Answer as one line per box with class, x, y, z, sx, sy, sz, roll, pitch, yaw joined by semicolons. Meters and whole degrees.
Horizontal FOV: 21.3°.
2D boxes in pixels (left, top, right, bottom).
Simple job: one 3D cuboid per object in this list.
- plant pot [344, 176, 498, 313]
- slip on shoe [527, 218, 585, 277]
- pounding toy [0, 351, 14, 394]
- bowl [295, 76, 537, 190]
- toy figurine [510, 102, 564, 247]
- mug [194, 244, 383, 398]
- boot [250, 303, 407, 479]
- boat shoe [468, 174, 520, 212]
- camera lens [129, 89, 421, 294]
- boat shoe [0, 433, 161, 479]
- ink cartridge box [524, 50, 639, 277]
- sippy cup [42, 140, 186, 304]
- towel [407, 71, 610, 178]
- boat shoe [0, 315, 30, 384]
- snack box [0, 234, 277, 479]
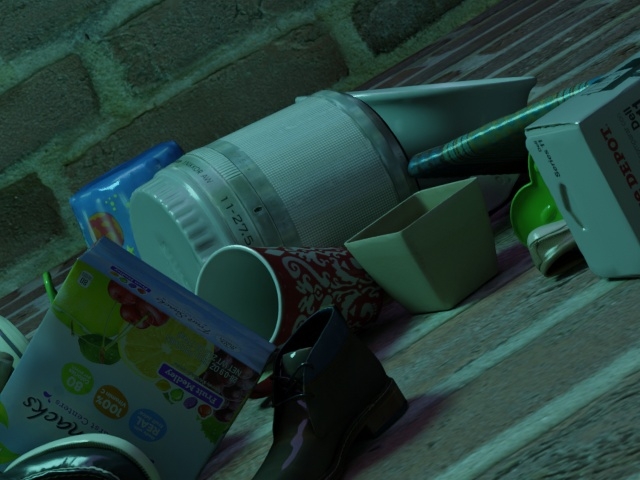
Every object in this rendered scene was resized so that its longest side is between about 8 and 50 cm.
plant pot;0.110;0.012;1.670;0.109;0.096;0.109;-35;10;-29
slip on shoe;0.253;-0.007;1.534;0.135;0.051;0.041;-20;51;9
pounding toy;-0.209;0.202;1.542;0.237;0.110;0.183;7;-52;-39
bowl;0.120;-0.123;2.083;0.298;0.134;0.298;-4;5;0
toy figurine;0.282;-0.069;1.651;0.159;0.130;0.173;-20;-26;-52
mug;-0.035;0.068;1.681;0.169;0.113;0.150;-5;-39;-49
boot;-0.024;0.142;1.360;0.082;0.106;0.219;-21;13;41
boat shoe;0.196;-0.061;1.965;0.133;0.049;0.042;-47;-9;-41
camera lens;-0.041;-0.022;1.853;0.274;0.219;0.219;-27;8;-21
boat shoe;-0.272;0.268;1.374;0.340;0.127;0.113;-26;11;27
ink cartridge box;0.298;-0.082;1.449;0.208;0.153;0.087;-34;12;-22
sippy cup;-0.213;-0.003;2.294;0.305;0.224;0.240;-36;12;-38
towel;0.305;-0.140;1.780;0.370;0.040;0.271;-22;-11;38
boat shoe;-0.465;0.219;2.043;0.500;0.187;0.156;-25;14;50
snack box;-0.162;0.131;1.395;0.207;0.174;0.070;-59;-1;22
